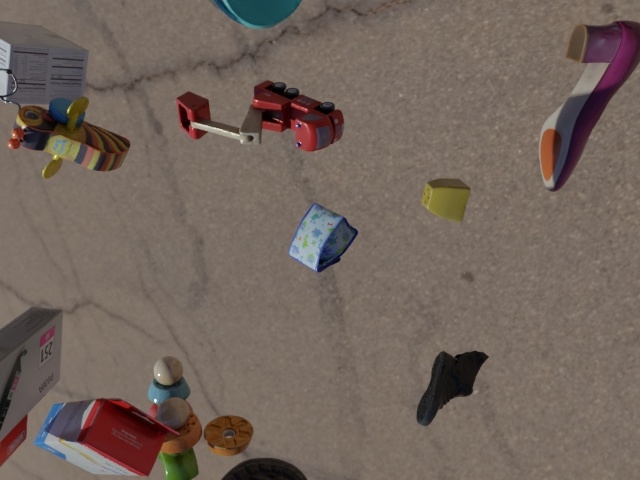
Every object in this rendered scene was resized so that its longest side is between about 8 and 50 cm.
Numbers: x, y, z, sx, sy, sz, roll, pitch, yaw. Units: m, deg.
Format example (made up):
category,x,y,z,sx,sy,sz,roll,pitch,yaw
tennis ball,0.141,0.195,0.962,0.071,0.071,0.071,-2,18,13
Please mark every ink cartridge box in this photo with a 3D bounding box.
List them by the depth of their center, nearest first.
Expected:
category,x,y,z,sx,sy,sz,roll,pitch,yaw
ink cartridge box,-0.459,0.252,1.009,0.060,0.275,0.239,7,103,1
ink cartridge box,-0.356,0.328,1.154,0.231,0.078,0.134,-17,132,43

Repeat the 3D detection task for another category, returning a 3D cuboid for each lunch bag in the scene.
category,x,y,z,sx,sy,sz,roll,pitch,yaw
lunch bag,0.000,0.000,1.758,0.129,0.151,0.096,27,167,48

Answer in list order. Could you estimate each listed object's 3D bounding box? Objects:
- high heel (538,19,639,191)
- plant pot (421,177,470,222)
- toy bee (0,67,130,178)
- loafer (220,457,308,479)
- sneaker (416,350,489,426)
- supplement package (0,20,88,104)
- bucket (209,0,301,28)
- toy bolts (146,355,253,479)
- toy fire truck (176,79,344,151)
category,x,y,z,sx,sy,sz,roll,pitch,yaw
high heel,0.595,-0.276,1.491,0.127,0.181,0.377,-111,23,-54
plant pot,0.273,-0.094,1.547,0.081,0.083,0.082,-114,33,-67
toy bee,-0.543,-0.205,1.380,0.298,0.162,0.195,10,124,-2
loafer,-0.101,0.417,0.750,0.133,0.366,0.130,17,142,1
sneaker,0.241,0.270,1.268,0.089,0.170,0.051,28,158,-12
supplement package,-0.746,-0.450,1.751,0.262,0.204,0.145,32,117,35
bucket,-0.177,-0.705,1.831,0.183,0.281,0.281,-130,33,-49
toy bolts,-0.259,0.332,1.397,0.228,0.218,0.159,37,131,50
toy fire truck,-0.080,-0.159,0.914,0.192,0.135,0.047,29,137,30
